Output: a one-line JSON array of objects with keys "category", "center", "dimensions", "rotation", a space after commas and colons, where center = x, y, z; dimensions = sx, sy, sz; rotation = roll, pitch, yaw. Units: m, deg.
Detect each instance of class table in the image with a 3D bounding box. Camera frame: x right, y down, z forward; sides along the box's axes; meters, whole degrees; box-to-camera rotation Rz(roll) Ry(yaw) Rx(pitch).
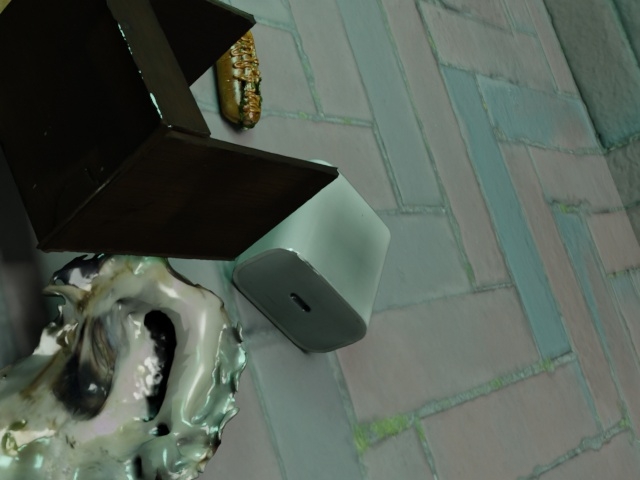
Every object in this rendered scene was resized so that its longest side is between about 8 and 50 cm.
[{"category": "table", "center": [-0.166, -0.133, 0.938], "dimensions": [0.282, 0.196, 0.251], "rotation": [8, 48, -54]}]

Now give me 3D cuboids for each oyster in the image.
[{"category": "oyster", "center": [-0.200, 0.128, 0.907], "dimensions": [0.238, 0.114, 0.351], "rotation": [37, 37, -21]}]

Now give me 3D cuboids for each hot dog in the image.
[{"category": "hot dog", "center": [-0.116, -0.247, 1.292], "dimensions": [0.072, 0.055, 0.188], "rotation": [13, 60, -47]}]

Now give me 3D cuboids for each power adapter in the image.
[{"category": "power adapter", "center": [0.000, 0.000, 1.234], "dimensions": [0.187, 0.124, 0.255], "rotation": [47, 37, -26]}]

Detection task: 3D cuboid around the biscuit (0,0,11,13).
[{"category": "biscuit", "center": [-0.289, -0.240, 1.023], "dimensions": [0.232, 0.013, 0.237], "rotation": [-12, 101, -54]}]
